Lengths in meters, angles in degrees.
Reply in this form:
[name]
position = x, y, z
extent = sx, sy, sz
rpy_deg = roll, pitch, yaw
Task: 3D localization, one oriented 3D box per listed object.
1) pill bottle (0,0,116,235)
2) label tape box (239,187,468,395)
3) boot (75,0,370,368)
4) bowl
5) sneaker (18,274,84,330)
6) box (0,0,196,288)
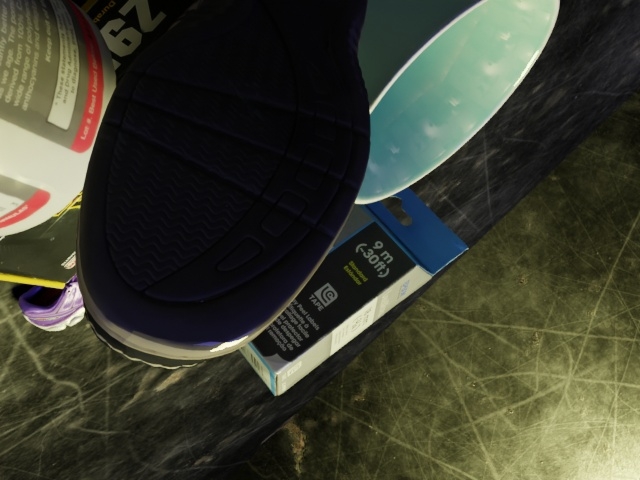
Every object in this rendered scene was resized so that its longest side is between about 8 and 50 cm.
[pill bottle]
position = -0.257, -0.110, 0.432
extent = 0.176, 0.176, 0.318
rpy_deg = -43, 162, 6
[label tape box]
position = 0.000, 0.000, 1.104
extent = 0.334, 0.240, 0.106
rpy_deg = -36, 159, -17
[boot]
position = -0.085, -0.032, 0.577
extent = 0.284, 0.138, 0.377
rpy_deg = 126, -22, -46
[bowl]
position = 0.090, -0.205, 0.932
extent = 0.312, 0.163, 0.311
rpy_deg = -36, 162, -14
[sneaker]
position = -0.259, 0.039, 0.953
extent = 0.170, 0.068, 0.071
rpy_deg = -38, 156, -6
[box]
position = -0.204, -0.102, 0.721
extent = 0.322, 0.079, 0.257
rpy_deg = -43, 160, 8
